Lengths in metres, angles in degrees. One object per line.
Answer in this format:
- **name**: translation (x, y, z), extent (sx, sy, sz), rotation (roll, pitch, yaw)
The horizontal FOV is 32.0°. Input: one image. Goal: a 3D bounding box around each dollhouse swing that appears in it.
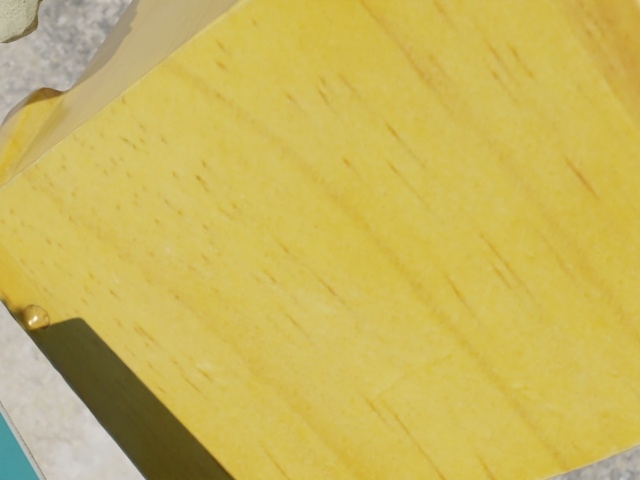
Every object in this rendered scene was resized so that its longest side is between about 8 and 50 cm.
- **dollhouse swing**: translation (0.040, -0.074, 0.595), extent (0.346, 0.305, 0.315), rotation (-31, 101, 33)

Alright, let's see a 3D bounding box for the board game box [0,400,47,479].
- **board game box**: translation (-0.114, 0.254, 0.435), extent (0.254, 0.079, 0.336), rotation (50, 143, 28)

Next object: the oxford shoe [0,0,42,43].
- **oxford shoe**: translation (-0.155, -0.162, 0.447), extent (0.146, 0.140, 0.397), rotation (33, 118, -9)
